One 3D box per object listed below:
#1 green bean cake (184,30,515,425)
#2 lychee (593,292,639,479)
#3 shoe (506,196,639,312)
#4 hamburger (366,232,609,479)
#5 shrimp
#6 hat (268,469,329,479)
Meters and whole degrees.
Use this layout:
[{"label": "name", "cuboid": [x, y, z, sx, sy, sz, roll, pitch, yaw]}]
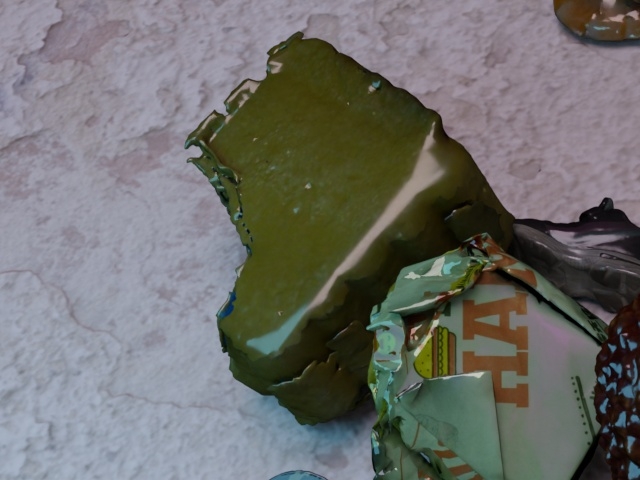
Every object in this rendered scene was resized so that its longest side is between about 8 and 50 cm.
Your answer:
[{"label": "green bean cake", "cuboid": [0.000, 0.000, 1.735, 0.285, 0.202, 0.310, -44, 46, -2]}, {"label": "lychee", "cuboid": [0.328, 0.139, 1.452, 0.236, 0.236, 0.271, -9, 80, 13]}, {"label": "shoe", "cuboid": [0.245, 0.002, 1.719, 0.169, 0.071, 0.099, 18, 54, 28]}, {"label": "hamburger", "cuboid": [0.124, 0.125, 1.563, 0.214, 0.125, 0.235, 33, 89, -3]}, {"label": "shrimp", "cuboid": [0.360, -0.272, 1.932, 0.254, 0.059, 0.145, -12, 49, 10]}, {"label": "hat", "cuboid": [-0.034, 0.242, 1.612, 0.121, 0.050, 0.121, -11, 50, 13]}]
